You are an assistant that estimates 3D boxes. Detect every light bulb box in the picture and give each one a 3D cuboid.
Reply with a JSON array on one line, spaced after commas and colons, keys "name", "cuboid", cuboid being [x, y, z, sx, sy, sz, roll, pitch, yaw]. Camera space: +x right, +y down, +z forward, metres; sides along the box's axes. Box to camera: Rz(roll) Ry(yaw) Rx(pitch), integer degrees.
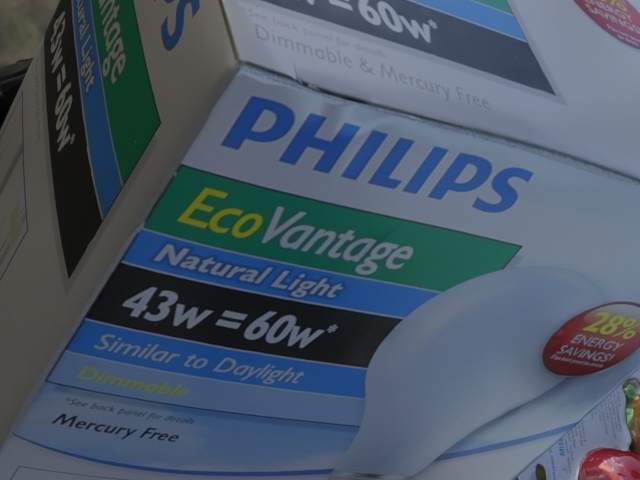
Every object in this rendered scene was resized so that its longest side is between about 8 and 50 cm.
[{"name": "light bulb box", "cuboid": [0.000, 0.000, 0.678, 0.361, 0.358, 0.225, -53, -141, 35]}]

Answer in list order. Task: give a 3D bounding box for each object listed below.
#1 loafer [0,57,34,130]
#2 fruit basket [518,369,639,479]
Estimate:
[{"name": "loafer", "cuboid": [-0.182, -0.098, 0.730, 0.061, 0.170, 0.062, -107, -176, -47]}, {"name": "fruit basket", "cuboid": [0.315, 0.258, 1.090, 0.165, 0.353, 0.327, -40, -133, 52]}]
